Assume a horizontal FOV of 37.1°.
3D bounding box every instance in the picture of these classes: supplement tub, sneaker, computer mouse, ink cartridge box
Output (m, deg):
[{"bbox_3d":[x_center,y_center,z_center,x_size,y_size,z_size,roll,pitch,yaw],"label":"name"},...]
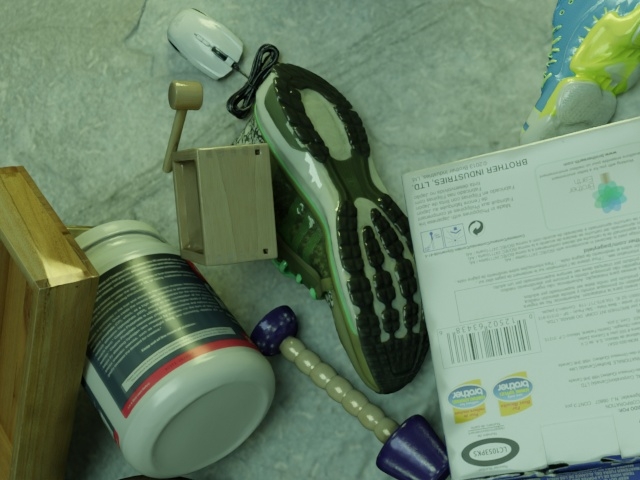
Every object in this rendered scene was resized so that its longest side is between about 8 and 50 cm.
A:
[{"bbox_3d":[-0.196,0.123,1.124,0.191,0.191,0.272,-45,57,6],"label":"supplement tub"},{"bbox_3d":[0.297,-0.205,1.095,0.240,0.091,0.126,-46,49,6],"label":"sneaker"},{"bbox_3d":[-0.144,-0.254,1.280,0.193,0.042,0.106,38,94,23],"label":"computer mouse"},{"bbox_3d":[0.000,0.000,1.145,0.182,0.158,0.410,-37,65,41],"label":"sneaker"},{"bbox_3d":[0.252,0.101,0.995,0.270,0.151,0.395,-13,73,17],"label":"ink cartridge box"}]

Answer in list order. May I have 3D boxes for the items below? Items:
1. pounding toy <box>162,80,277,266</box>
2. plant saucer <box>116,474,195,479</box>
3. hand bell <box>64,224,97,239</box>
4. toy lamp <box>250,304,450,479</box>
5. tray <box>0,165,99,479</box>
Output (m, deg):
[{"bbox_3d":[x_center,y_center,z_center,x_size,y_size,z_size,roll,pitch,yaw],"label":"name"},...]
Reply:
[{"bbox_3d":[-0.118,-0.083,1.101,0.094,0.181,0.206,-6,95,-21],"label":"pounding toy"},{"bbox_3d":[-0.154,0.390,1.015,0.050,0.311,0.310,-48,62,44],"label":"plant saucer"},{"bbox_3d":[-0.339,0.101,1.257,0.126,0.126,0.242,4,91,21],"label":"hand bell"},{"bbox_3d":[0.037,0.183,1.101,0.275,0.080,0.080,40,94,25],"label":"toy lamp"},{"bbox_3d":[-0.357,0.139,1.119,0.203,0.076,0.411,47,133,34],"label":"tray"}]
